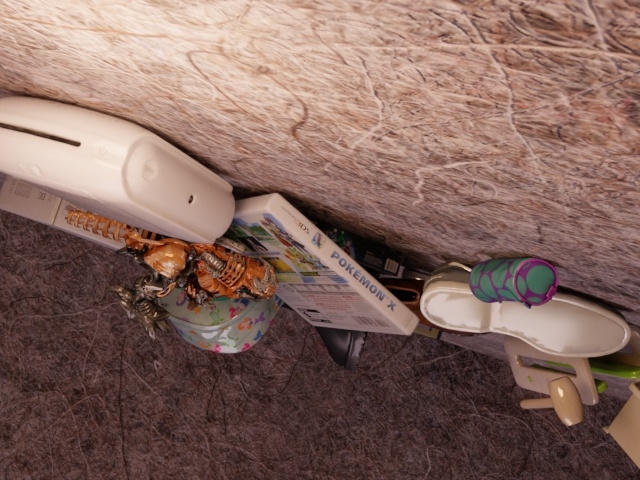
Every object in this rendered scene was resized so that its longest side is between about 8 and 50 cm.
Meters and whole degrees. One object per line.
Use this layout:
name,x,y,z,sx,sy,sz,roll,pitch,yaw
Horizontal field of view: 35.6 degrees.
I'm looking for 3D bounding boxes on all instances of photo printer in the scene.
photo printer,-0.285,-0.095,1.317,0.256,0.107,0.307,15,173,23

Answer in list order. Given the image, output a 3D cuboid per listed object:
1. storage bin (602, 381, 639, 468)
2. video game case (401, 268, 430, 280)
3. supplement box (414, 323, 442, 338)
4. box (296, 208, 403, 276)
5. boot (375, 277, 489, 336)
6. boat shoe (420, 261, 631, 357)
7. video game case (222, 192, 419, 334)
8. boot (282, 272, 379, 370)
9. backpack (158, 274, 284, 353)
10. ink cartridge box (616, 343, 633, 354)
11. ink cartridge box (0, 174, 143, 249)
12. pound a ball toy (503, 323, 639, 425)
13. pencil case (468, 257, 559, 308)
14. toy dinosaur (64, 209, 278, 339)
storage bin,0.681,0.363,1.735,0.260,0.123,0.262,-6,-136,-34
video game case,0.252,0.100,1.943,0.183,0.023,0.201,16,175,10
supplement box,0.262,0.191,2.424,0.083,0.083,0.056,18,174,6
box,0.000,0.000,1.653,0.233,0.044,0.159,22,172,-35
boot,0.185,0.095,1.706,0.264,0.096,0.280,15,175,18
boat shoe,0.318,0.096,1.543,0.319,0.116,0.099,10,-144,9
video game case,-0.036,0.041,1.567,0.300,0.036,0.329,41,162,-20
boot,-0.106,0.115,2.172,0.445,0.146,0.367,14,145,5
backpack,-0.173,0.072,1.833,0.225,0.253,0.191,15,154,29
ink cartridge box,0.597,0.228,2.002,0.224,0.045,0.223,19,173,-3
ink cartridge box,-0.436,-0.065,1.891,0.272,0.130,0.309,14,173,42
pound a ball toy,0.418,0.205,1.733,0.208,0.136,0.319,-18,-176,-16
pencil case,0.259,0.057,1.345,0.070,0.064,0.151,44,169,-11
toy dinosaur,-0.230,0.020,1.557,0.322,0.164,0.218,41,140,-6
